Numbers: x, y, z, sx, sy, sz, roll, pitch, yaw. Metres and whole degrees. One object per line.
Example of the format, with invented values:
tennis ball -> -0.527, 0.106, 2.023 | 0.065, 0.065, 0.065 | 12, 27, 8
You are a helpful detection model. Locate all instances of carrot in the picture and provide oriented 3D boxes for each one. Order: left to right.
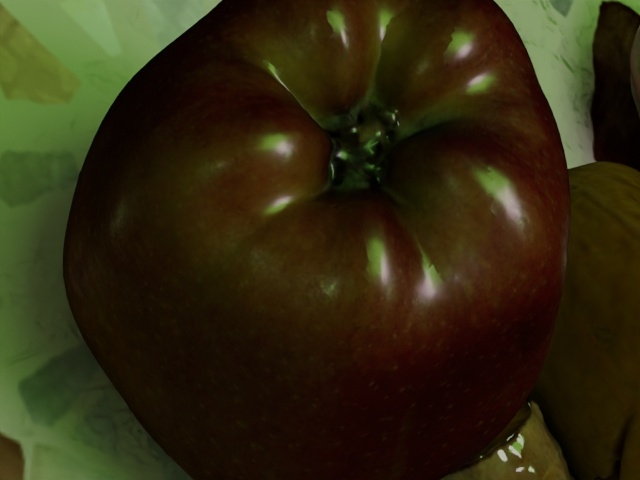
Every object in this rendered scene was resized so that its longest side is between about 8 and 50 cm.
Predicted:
carrot -> 0.165, 0.229, 1.064 | 0.263, 0.102, 0.102 | 56, 45, -7

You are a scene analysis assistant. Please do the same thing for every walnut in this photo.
walnut -> 0.219, 0.059, 1.109 | 0.209, 0.209, 0.336 | 2, 39, -41

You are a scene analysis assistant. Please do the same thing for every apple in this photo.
apple -> 0.000, 0.000, 0.886 | 0.288, 0.317, 0.288 | 5, 63, -11

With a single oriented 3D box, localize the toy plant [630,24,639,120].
toy plant -> 0.416, -0.099, 1.374 | 0.356, 0.210, 0.317 | 39, 46, -38
